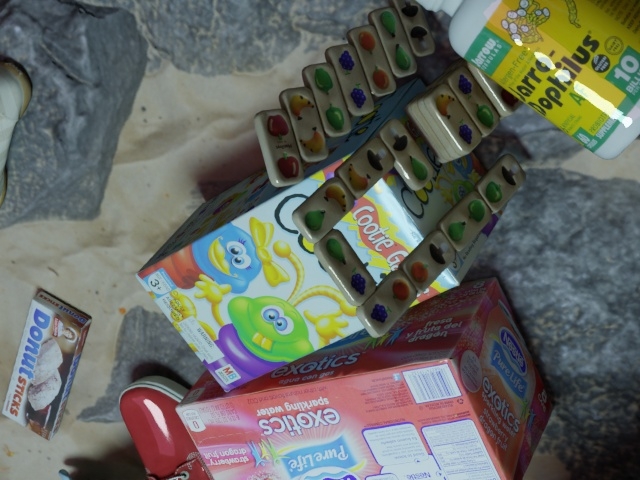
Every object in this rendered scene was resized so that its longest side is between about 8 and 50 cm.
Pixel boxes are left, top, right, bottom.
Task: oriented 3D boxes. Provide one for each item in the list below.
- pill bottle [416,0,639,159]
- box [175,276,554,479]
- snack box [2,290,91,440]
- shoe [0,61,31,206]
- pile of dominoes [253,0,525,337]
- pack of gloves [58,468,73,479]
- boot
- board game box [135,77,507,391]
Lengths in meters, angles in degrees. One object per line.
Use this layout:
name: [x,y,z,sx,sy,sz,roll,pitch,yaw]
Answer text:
pill bottle: [0.174,-0.166,1.190,0.208,0.117,0.118,37,128,2]
box: [0.042,0.155,1.434,0.299,0.142,0.154,-14,112,32]
snack box: [-0.295,0.137,1.663,0.064,0.022,0.178,29,128,9]
shoe: [-0.346,-0.082,1.532,0.076,0.058,0.219,31,127,6]
pile of dominoes: [0.067,-0.074,1.213,0.040,0.251,0.196,-22,108,49]
pack of gloves: [-0.225,0.349,1.669,0.195,0.046,0.232,63,158,-15]
boot: [-0.146,0.270,1.572,0.088,0.176,0.244,-24,106,30]
board game box: [0.000,0.000,1.359,0.275,0.144,0.142,-28,105,36]
